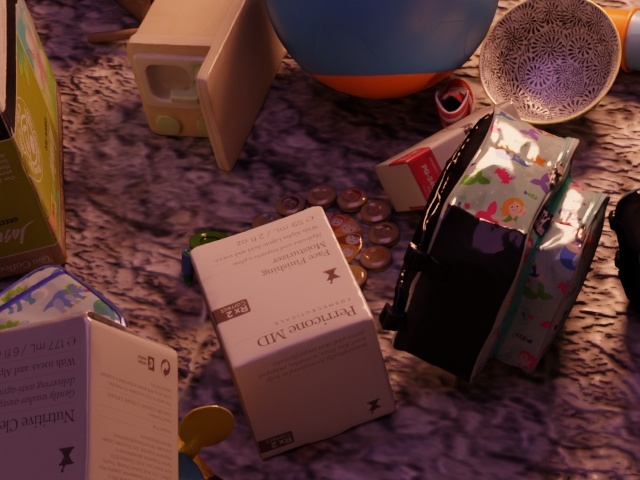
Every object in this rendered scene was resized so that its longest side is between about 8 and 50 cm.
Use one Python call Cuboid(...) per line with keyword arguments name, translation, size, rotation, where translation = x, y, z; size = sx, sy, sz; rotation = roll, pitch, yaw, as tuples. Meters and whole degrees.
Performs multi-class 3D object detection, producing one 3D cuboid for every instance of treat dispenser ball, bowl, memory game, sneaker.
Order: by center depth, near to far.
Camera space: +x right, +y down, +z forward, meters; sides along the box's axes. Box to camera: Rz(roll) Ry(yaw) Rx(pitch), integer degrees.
Cuboid(name="memory game", translation=(0.000, 0.000, 1.929), size=(0.186, 0.012, 0.186), rotation=(-7, 43, 7))
Cuboid(name="bowl", translation=(0.279, -0.201, 2.000), size=(0.170, 0.080, 0.170), rotation=(-7, 68, 17))
Cuboid(name="sneaker", translation=(0.162, -0.171, 2.024), size=(0.042, 0.067, 0.118), rotation=(-4, 44, 9))
Cuboid(name="treat dispenser ball", translation=(0.073, -0.316, 2.035), size=(0.288, 0.288, 0.288), rotation=(-7, 44, 7))

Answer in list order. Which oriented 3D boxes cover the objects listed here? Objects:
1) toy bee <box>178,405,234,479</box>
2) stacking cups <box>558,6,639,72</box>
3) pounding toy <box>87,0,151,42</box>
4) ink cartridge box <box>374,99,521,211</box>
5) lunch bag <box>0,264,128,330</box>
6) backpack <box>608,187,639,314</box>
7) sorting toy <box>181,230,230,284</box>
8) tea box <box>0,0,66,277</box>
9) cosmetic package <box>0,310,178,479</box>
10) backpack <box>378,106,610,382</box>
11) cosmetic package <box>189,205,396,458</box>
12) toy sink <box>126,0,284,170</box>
Cuboid(name="toy bee", translation=(-0.132, 0.260, 1.608), size=(0.195, 0.162, 0.298), rotation=(-32, 70, 37))
Cuboid(name="stacking cups", translation=(0.409, -0.240, 2.025), size=(0.316, 0.096, 0.096), rotation=(14, 50, 29))
Cuboid(name="pounding toy", translation=(-0.273, -0.367, 2.269), size=(0.155, 0.154, 0.269), rotation=(-31, 46, -18))
Cuboid(name="ink cartridge box", translation=(0.152, -0.095, 1.916), size=(0.150, 0.063, 0.109), rotation=(-29, 7, -16))
Cuboid(name="lunch bag", translation=(-0.324, 0.131, 1.821), size=(0.219, 0.090, 0.176), rotation=(-33, 44, -21))
Cuboid(name="backpack", translation=(0.407, 0.009, 1.708), size=(0.188, 0.166, 0.144), rotation=(-22, 46, -4))
Cuboid(name="sorting toy", translation=(-0.128, 0.031, 1.915), size=(0.061, 0.042, 0.102), rotation=(0, 31, -8))
Cuboid(name="tea box", translation=(-0.448, -0.166, 1.983), size=(0.220, 0.323, 0.329), rotation=(-13, 44, 2))
Cuboid(name="cosmetic package", translation=(-0.247, 0.278, 1.465), size=(0.217, 0.156, 0.385), rotation=(-13, 68, 25))
Cuboid(name="backpack", translation=(0.188, -0.004, 1.739), size=(0.191, 0.225, 0.253), rotation=(18, 43, 2))
Cuboid(name="cosmetic package", translation=(-0.029, 0.094, 1.738), size=(0.151, 0.151, 0.184), rotation=(-20, 44, -5))
Cuboid(name="toy sink", translation=(-0.150, -0.217, 2.089), size=(0.131, 0.153, 0.234), rotation=(4, 47, 18))
